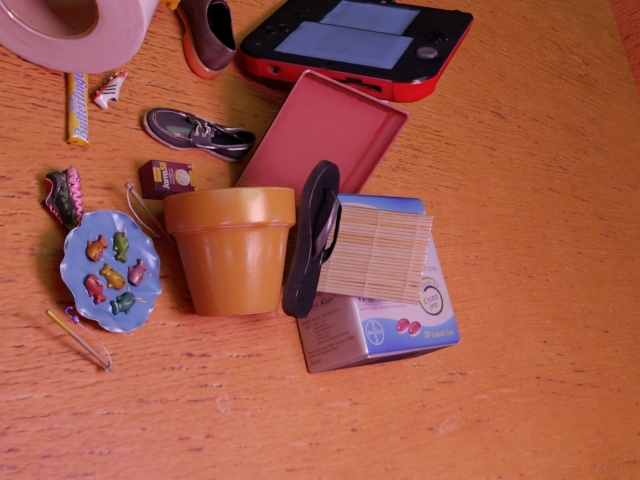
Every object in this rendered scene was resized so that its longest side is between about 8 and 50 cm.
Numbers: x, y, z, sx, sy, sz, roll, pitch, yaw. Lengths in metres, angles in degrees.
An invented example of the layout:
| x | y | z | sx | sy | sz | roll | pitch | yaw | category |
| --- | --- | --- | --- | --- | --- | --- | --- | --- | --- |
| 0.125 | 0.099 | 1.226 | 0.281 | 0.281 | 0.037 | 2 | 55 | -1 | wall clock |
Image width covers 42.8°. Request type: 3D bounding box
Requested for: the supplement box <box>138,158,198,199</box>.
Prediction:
| x | y | z | sx | sy | sz | roll | pitch | yaw | category |
| --- | --- | --- | --- | --- | --- | --- | --- | --- | --- |
| -0.246 | -0.096 | 1.325 | 0.083 | 0.043 | 0.055 | 2 | 70 | -43 | supplement box |

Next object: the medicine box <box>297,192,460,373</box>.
| x | y | z | sx | sy | sz | roll | pitch | yaw | category |
| --- | --- | --- | --- | --- | --- | --- | --- | --- | --- |
| 0.087 | 0.075 | 1.485 | 0.263 | 0.149 | 0.290 | 0 | 71 | -44 | medicine box |

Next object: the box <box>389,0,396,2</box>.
| x | y | z | sx | sy | sz | roll | pitch | yaw | category |
| --- | --- | --- | --- | --- | --- | --- | --- | --- | --- |
| 0.141 | -0.453 | 1.822 | 0.147 | 0.077 | 0.180 | 57 | 30 | -7 | box |

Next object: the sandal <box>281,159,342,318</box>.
| x | y | z | sx | sy | sz | roll | pitch | yaw | category |
| --- | --- | --- | --- | --- | --- | --- | --- | --- | --- |
| 0.000 | 0.001 | 1.301 | 0.097 | 0.054 | 0.255 | 7 | 94 | -65 | sandal |

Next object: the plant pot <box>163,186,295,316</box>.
| x | y | z | sx | sy | sz | roll | pitch | yaw | category |
| --- | --- | --- | --- | --- | --- | --- | --- | --- | --- |
| -0.135 | 0.020 | 1.279 | 0.205 | 0.205 | 0.188 | -3 | 88 | -45 | plant pot |

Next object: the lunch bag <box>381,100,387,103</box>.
| x | y | z | sx | sy | sz | roll | pitch | yaw | category |
| --- | --- | --- | --- | --- | --- | --- | --- | --- | --- |
| 0.080 | -0.304 | 1.643 | 0.090 | 0.176 | 0.219 | 45 | 47 | -19 | lunch bag |

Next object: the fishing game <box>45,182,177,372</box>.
| x | y | z | sx | sy | sz | roll | pitch | yaw | category |
| --- | --- | --- | --- | --- | --- | --- | --- | --- | --- |
| -0.293 | 0.040 | 1.188 | 0.189 | 0.041 | 0.264 | 56 | 38 | -30 | fishing game |

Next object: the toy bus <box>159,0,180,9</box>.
| x | y | z | sx | sy | sz | roll | pitch | yaw | category |
| --- | --- | --- | --- | --- | --- | --- | --- | --- | --- |
| -0.269 | -0.512 | 1.397 | 0.211 | 0.149 | 0.220 | 6 | 64 | -26 | toy bus |

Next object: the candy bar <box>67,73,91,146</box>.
| x | y | z | sx | sy | sz | roll | pitch | yaw | category |
| --- | --- | --- | --- | --- | --- | --- | --- | --- | --- |
| -0.377 | -0.216 | 1.276 | 0.040 | 0.018 | 0.162 | 12 | 62 | -40 | candy bar |

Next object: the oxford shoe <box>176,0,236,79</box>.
| x | y | z | sx | sy | sz | roll | pitch | yaw | category |
| --- | --- | --- | --- | --- | --- | --- | --- | --- | --- |
| -0.208 | -0.435 | 1.485 | 0.096 | 0.098 | 0.272 | -9 | 77 | -46 | oxford shoe |

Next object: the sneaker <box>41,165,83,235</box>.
| x | y | z | sx | sy | sz | roll | pitch | yaw | category |
| --- | --- | --- | --- | --- | --- | --- | --- | --- | --- |
| -0.373 | -0.047 | 1.187 | 0.057 | 0.047 | 0.119 | -7 | 82 | -13 | sneaker |

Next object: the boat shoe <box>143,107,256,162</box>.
| x | y | z | sx | sy | sz | roll | pitch | yaw | category |
| --- | --- | --- | --- | --- | --- | --- | --- | --- | --- |
| -0.201 | -0.190 | 1.397 | 0.206 | 0.065 | 0.075 | 15 | 61 | -39 | boat shoe |

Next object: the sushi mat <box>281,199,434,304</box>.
| x | y | z | sx | sy | sz | roll | pitch | yaw | category |
| --- | --- | --- | --- | --- | --- | --- | --- | --- | --- |
| 0.020 | 0.012 | 1.351 | 0.019 | 0.316 | 0.152 | 41 | 57 | -74 | sushi mat |

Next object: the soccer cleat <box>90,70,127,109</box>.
| x | y | z | sx | sy | sz | roll | pitch | yaw | category |
| --- | --- | --- | --- | --- | --- | --- | --- | --- | --- |
| -0.336 | -0.244 | 1.323 | 0.036 | 0.029 | 0.083 | 54 | 46 | -23 | soccer cleat |

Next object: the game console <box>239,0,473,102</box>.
| x | y | z | sx | sy | sz | roll | pitch | yaw | category |
| --- | --- | --- | --- | --- | --- | --- | --- | --- | --- |
| 0.072 | -0.392 | 1.580 | 0.342 | 0.386 | 0.060 | -59 | 156 | -43 | game console |

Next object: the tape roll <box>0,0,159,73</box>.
| x | y | z | sx | sy | sz | roll | pitch | yaw | category |
| --- | --- | --- | --- | --- | --- | --- | --- | --- | --- |
| -0.374 | -0.374 | 1.161 | 0.286 | 0.286 | 0.100 | 33 | 51 | -28 | tape roll |

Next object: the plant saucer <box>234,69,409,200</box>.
| x | y | z | sx | sy | sz | roll | pitch | yaw | category |
| --- | --- | --- | --- | --- | --- | --- | --- | --- | --- |
| -0.003 | -0.170 | 1.479 | 0.258 | 0.259 | 0.048 | 15 | 29 | -39 | plant saucer |
